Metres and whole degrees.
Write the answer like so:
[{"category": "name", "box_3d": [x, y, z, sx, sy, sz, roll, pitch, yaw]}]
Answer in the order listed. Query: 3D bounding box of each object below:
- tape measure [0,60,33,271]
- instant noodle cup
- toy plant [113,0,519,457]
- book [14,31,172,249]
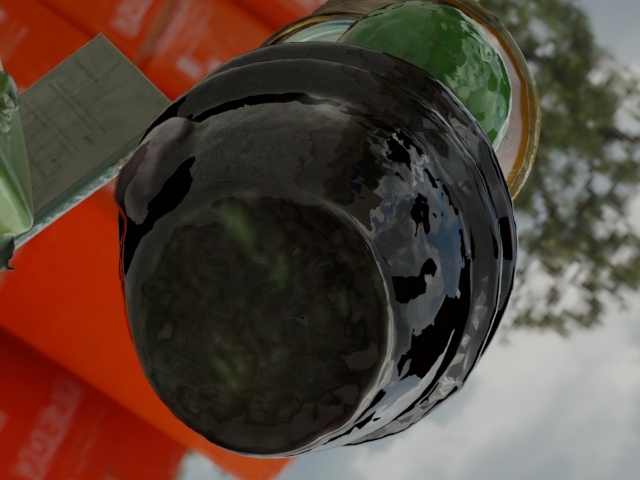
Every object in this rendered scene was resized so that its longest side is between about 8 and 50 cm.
[{"category": "tape measure", "box_3d": [-0.208, -0.102, 0.821, 0.106, 0.200, 0.175, -19, -129, 7]}, {"category": "instant noodle cup", "box_3d": [0.037, -0.083, 1.299, 0.216, 0.216, 0.172, -52, 171, 17]}, {"category": "toy plant", "box_3d": [0.000, 0.000, 0.806, 0.218, 0.175, 0.235, -55, 179, 25]}, {"category": "book", "box_3d": [-0.275, -0.071, 1.672, 0.283, 0.025, 0.215, -36, -143, -6]}]
